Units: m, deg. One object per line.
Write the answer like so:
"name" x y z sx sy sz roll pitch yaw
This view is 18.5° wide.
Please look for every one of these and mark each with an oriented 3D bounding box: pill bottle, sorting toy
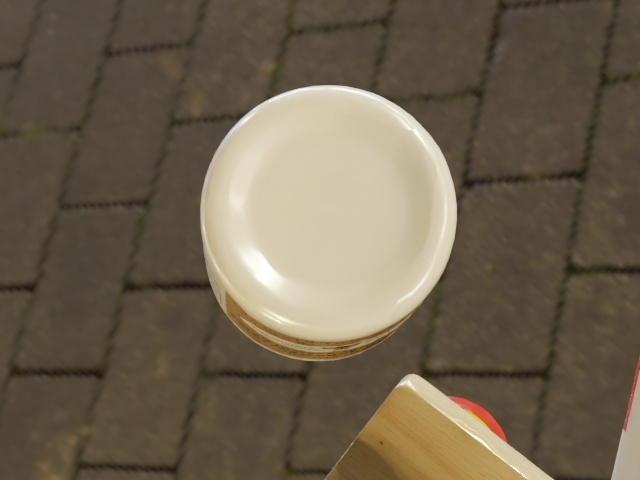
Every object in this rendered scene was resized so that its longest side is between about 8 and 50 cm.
"pill bottle" 0.000 0.000 1.089 0.131 0.229 0.131 0 82 -2
"sorting toy" 0.110 0.252 1.482 0.257 0.089 0.255 38 121 5

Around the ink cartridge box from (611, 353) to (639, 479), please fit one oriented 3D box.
"ink cartridge box" 0.280 0.133 1.160 0.127 0.176 0.128 8 85 49
